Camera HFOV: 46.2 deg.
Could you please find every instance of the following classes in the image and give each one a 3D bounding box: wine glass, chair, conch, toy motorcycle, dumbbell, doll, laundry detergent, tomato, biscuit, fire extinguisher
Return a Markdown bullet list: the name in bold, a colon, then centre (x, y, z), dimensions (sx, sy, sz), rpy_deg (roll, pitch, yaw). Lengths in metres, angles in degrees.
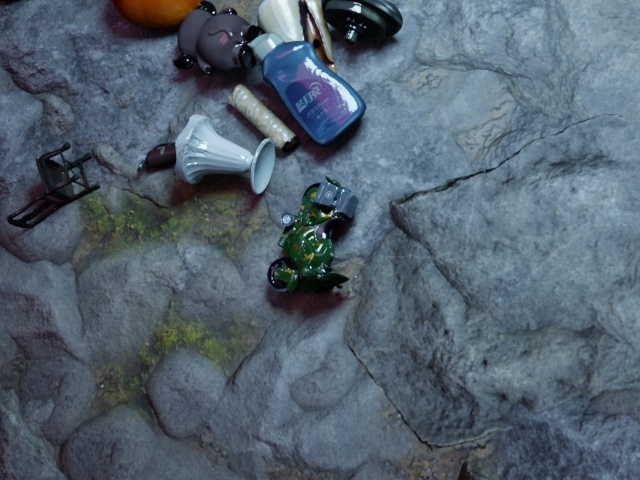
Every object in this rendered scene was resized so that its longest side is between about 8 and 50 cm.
- **wine glass**: centre (-0.214, -0.190, 1.710), dimensions (0.196, 0.165, 0.165), rpy_deg (14, 83, 12)
- **chair**: centre (-0.677, -0.133, 1.863), dimensions (0.229, 0.106, 0.113), rpy_deg (-26, 72, 10)
- **conch**: centre (-0.048, -0.474, 1.751), dimensions (0.158, 0.127, 0.255), rpy_deg (-22, 98, 12)
- **toy motorcycle**: centre (0.000, 0.000, 1.613), dimensions (0.187, 0.125, 0.275), rpy_deg (20, 85, 30)
- **dumbbell**: centre (0.115, -0.568, 1.665), dimensions (0.192, 0.192, 0.290), rpy_deg (17, 82, 20)
- **doll**: centre (-0.244, -0.474, 1.773), dimensions (0.257, 0.117, 0.182), rpy_deg (17, 81, 41)
- **laundry detergent**: centre (-0.038, -0.350, 1.663), dimensions (0.290, 0.094, 0.143), rpy_deg (47, 112, -1)
- **tomato**: centre (-0.399, -0.652, 1.854), dimensions (0.259, 0.180, 0.260), rpy_deg (-3, 76, 14)
- **biscuit**: centre (-0.137, -0.283, 1.753), dimensions (0.219, 0.055, 0.061), rpy_deg (46, 105, 21)
- **fire extinguisher**: centre (-0.369, -0.211, 1.820), dimensions (0.157, 0.045, 0.078), rpy_deg (-14, 46, 15)
